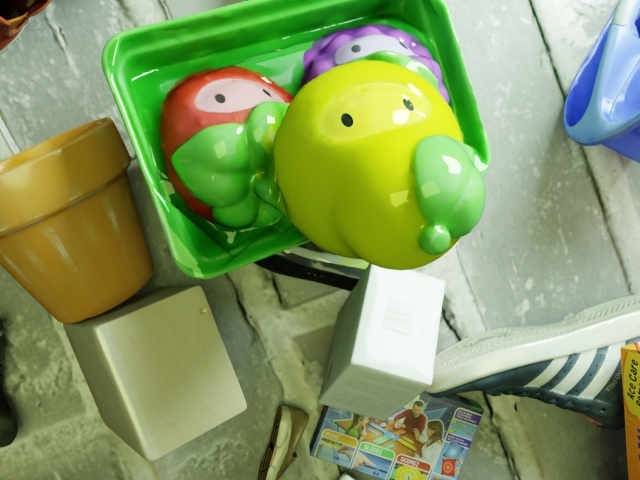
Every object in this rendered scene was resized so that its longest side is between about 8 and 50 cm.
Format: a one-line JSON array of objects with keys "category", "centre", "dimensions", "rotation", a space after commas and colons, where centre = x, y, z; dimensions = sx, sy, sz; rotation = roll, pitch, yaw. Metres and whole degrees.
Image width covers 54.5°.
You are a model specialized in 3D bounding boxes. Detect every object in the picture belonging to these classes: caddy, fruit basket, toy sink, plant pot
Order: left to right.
[{"category": "plant pot", "centre": [-0.294, -0.015, 0.726], "dimensions": [0.205, 0.205, 0.188], "rotation": [-24, 111, 0]}, {"category": "toy sink", "centre": [-0.205, 0.145, 0.753], "dimensions": [0.131, 0.234, 0.153], "rotation": [-23, 96, -30]}, {"category": "fruit basket", "centre": [0.007, -0.112, 0.608], "dimensions": [0.392, 0.392, 0.283], "rotation": [-19, 96, -1]}, {"category": "caddy", "centre": [0.420, -0.241, 0.708], "dimensions": [0.179, 0.241, 0.341], "rotation": [29, 93, -9]}]

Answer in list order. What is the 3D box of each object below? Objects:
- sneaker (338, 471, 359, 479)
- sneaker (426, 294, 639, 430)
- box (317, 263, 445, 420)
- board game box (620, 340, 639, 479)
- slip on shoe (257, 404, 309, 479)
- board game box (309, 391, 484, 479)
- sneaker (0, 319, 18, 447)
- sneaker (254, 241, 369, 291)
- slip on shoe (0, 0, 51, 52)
[{"category": "sneaker", "centre": [0.063, 0.393, 0.836], "dimensions": [0.152, 0.058, 0.084], "rotation": [42, 86, -1]}, {"category": "sneaker", "centre": [0.306, 0.179, 0.793], "dimensions": [0.350, 0.131, 0.148], "rotation": [-13, 91, -2]}, {"category": "box", "centre": [0.069, 0.124, 0.738], "dimensions": [0.091, 0.170, 0.130], "rotation": [17, 60, -4]}, {"category": "board game box", "centre": [0.595, 0.277, 0.649], "dimensions": [0.356, 0.356, 0.356], "rotation": [-9, 96, -25]}, {"category": "slip on shoe", "centre": [-0.051, 0.288, 0.831], "dimensions": [0.041, 0.051, 0.135], "rotation": [15, 88, -16]}, {"category": "board game box", "centre": [0.101, 0.253, 0.838], "dimensions": [0.201, 0.035, 0.136], "rotation": [21, 94, -4]}, {"category": "sneaker", "centre": [-0.438, 0.150, 0.782], "dimensions": [0.106, 0.078, 0.234], "rotation": [-30, 94, 3]}, {"category": "sneaker", "centre": [0.000, 0.000, 0.803], "dimensions": [0.234, 0.084, 0.097], "rotation": [17, 70, -5]}, {"category": "slip on shoe", "centre": [-0.362, -0.277, 0.678], "dimensions": [0.331, 0.101, 0.123], "rotation": [-19, 129, 28]}]
